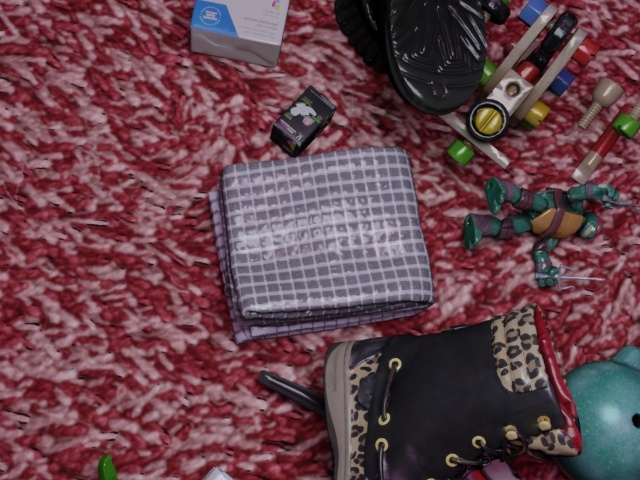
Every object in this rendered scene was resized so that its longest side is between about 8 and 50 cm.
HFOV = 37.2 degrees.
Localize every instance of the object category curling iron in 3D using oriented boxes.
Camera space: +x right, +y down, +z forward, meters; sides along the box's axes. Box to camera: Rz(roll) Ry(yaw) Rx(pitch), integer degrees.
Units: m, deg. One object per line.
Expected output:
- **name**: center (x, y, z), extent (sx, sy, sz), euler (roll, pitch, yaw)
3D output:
- **curling iron**: center (0.046, 0.229, 1.280), extent (0.274, 0.035, 0.068), euler (19, 75, -3)

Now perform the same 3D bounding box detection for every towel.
- **towel**: center (0.000, 0.000, 1.294), extent (0.284, 0.121, 0.235), euler (-7, 75, -9)

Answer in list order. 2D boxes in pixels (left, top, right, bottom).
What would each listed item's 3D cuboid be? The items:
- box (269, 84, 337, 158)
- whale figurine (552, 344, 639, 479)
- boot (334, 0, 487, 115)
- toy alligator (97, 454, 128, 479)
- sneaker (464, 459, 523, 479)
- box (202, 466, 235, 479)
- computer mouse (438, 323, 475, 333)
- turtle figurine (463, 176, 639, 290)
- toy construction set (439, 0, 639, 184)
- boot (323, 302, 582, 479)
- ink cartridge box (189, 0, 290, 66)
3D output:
- **box**: center (-0.026, -0.169, 1.366), extent (0.052, 0.062, 0.083), euler (42, 73, 4)
- **whale figurine**: center (0.440, 0.243, 1.269), extent (0.272, 0.141, 0.216), euler (-1, 74, -8)
- **boot**: center (0.114, -0.284, 1.311), extent (0.131, 0.260, 0.347), euler (2, 68, -14)
- **toy alligator**: center (-0.265, 0.368, 1.199), extent (0.051, 0.056, 0.189), euler (18, 68, -44)
- **sneaker**: center (0.227, 0.357, 1.230), extent (0.118, 0.107, 0.279), euler (-40, 82, 2)
- **box**: center (-0.101, 0.446, 1.155), extent (0.262, 0.127, 0.231), euler (38, 73, 4)
- **computer mouse**: center (0.219, 0.206, 1.304), extent (0.106, 0.042, 0.192), euler (-3, 75, -9)
- **turtle figurine**: center (0.330, -0.022, 1.346), extent (0.234, 0.118, 0.175), euler (9, 116, -16)
- **toy construction set**: center (0.293, -0.179, 1.360), extent (0.309, 0.257, 0.237), euler (35, 91, -20)
- **boot**: center (0.164, 0.266, 1.124), extent (0.284, 0.138, 0.377), euler (-19, 61, 20)
- **ink cartridge box**: center (-0.107, -0.385, 1.408), extent (0.134, 0.078, 0.231), euler (10, 73, -4)
